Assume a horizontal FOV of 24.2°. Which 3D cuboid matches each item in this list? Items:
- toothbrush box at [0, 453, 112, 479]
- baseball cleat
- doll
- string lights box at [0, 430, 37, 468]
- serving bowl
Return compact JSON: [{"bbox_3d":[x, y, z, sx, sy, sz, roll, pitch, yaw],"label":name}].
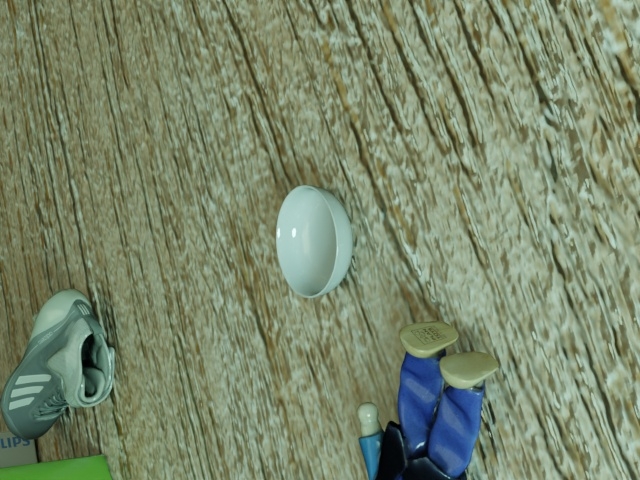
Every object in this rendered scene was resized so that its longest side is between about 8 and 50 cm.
[{"bbox_3d":[-0.270,0.359,1.386,0.122,0.206,0.283,-53,49,44],"label":"toothbrush box"},{"bbox_3d":[-0.261,0.146,1.477,0.109,0.072,0.206,51,137,33],"label":"baseball cleat"},{"bbox_3d":[0.065,0.145,0.996,0.129,0.046,0.189,37,130,38],"label":"doll"},{"bbox_3d":[-0.345,0.347,1.616,0.133,0.077,0.259,-35,63,54],"label":"string lights box"},{"bbox_3d":[0.000,0.000,1.099,0.083,0.027,0.083,9,101,57],"label":"serving bowl"}]
